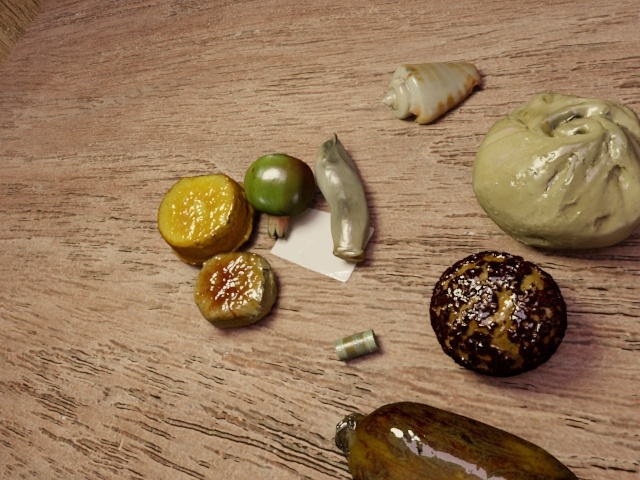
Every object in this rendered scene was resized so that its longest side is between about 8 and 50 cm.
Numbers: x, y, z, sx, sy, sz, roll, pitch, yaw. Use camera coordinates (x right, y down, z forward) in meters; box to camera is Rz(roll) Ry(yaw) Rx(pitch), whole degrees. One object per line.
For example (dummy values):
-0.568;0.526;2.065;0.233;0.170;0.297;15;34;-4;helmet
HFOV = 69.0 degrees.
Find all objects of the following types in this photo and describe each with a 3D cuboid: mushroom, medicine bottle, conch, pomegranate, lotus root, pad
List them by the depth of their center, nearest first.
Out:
0.210;0.375;0.742;0.398;0.179;0.195;13;66;26;lotus root
0.075;0.217;0.963;0.083;0.047;0.047;-20;57;10;medicine bottle
0.053;-0.106;1.120;0.110;0.097;0.351;-13;59;2;mushroom
0.000;0.000;1.139;0.232;0.004;0.156;20;71;29;pad
-0.103;-0.109;1.149;0.180;0.180;0.209;7;92;25;pomegranate
0.275;-0.400;1.180;0.255;0.127;0.158;-29;55;3;conch

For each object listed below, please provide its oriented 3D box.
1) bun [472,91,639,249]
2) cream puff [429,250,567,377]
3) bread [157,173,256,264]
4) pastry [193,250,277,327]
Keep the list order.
0.464;-0.152;0.912;0.326;0.234;0.361;-20;50;17;bun
0.318;0.126;0.848;0.239;0.165;0.239;-10;61;19;cream puff
-0.294;-0.056;1.203;0.269;0.145;0.268;-8;64;17;bread
-0.200;0.112;1.100;0.193;0.093;0.182;-10;63;14;pastry
